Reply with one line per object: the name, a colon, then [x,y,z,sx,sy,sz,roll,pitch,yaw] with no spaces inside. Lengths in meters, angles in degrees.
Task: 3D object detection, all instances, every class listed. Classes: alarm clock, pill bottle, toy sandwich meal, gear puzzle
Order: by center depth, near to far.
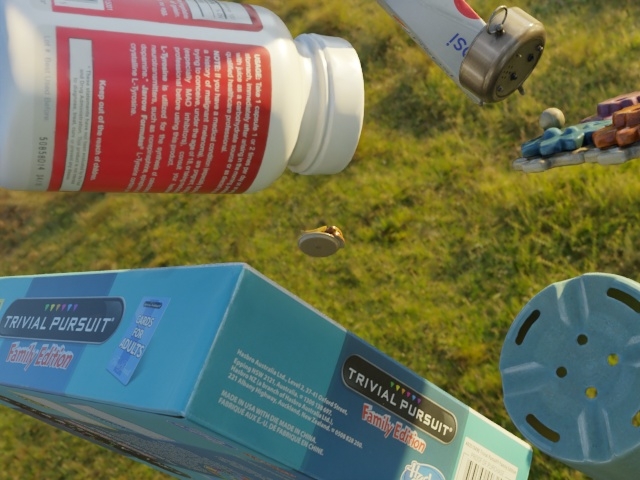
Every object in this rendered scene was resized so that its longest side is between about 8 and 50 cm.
gear puzzle: [0.303,-0.105,0.630,0.176,0.044,0.339,-22,11,-30]
pill bottle: [-0.168,-0.168,1.002,0.408,0.229,0.229,0,22,-23]
alarm clock: [0.249,-0.257,1.160,0.129,0.192,0.064,-47,64,-1]
toy sandwich meal: [0.000,0.000,1.530,0.086,0.085,0.029,-17,51,29]

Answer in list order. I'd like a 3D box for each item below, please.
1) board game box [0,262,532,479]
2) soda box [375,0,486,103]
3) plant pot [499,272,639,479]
board game box: [-0.075,0.109,0.566,0.336,0.254,0.079,-4,58,47]
soda box: [0.205,-0.364,1.440,0.098,0.286,0.091,-44,7,7]
plant pot: [0.445,0.210,1.212,0.341,0.334,0.341,-20,58,36]
